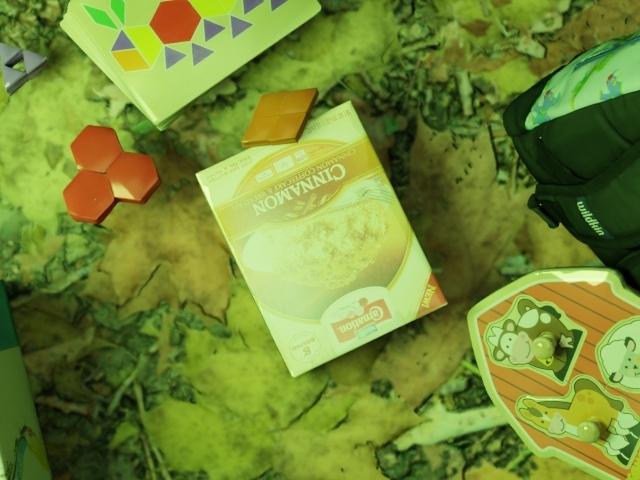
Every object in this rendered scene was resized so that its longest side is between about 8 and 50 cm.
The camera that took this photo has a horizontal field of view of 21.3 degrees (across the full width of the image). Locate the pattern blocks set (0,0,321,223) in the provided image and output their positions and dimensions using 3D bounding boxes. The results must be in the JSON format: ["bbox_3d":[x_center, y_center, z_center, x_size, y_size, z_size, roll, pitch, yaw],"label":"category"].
[{"bbox_3d":[-0.109,-0.187,1.402,0.325,0.026,0.285,-28,75,-2],"label":"pattern blocks set"}]

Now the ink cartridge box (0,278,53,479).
[{"bbox_3d":[-0.325,0.183,1.329,0.198,0.197,0.270,-14,89,-1],"label":"ink cartridge box"}]

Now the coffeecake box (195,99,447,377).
[{"bbox_3d":[0.000,0.000,1.407,0.142,0.068,0.185,-26,90,-3],"label":"coffeecake box"}]

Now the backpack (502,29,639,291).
[{"bbox_3d":[0.325,-0.069,1.274,0.273,0.355,0.290,-40,89,-3],"label":"backpack"}]

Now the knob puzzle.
[{"bbox_3d":[0.202,0.105,1.378,0.213,0.030,0.213,13,119,26],"label":"knob puzzle"}]
